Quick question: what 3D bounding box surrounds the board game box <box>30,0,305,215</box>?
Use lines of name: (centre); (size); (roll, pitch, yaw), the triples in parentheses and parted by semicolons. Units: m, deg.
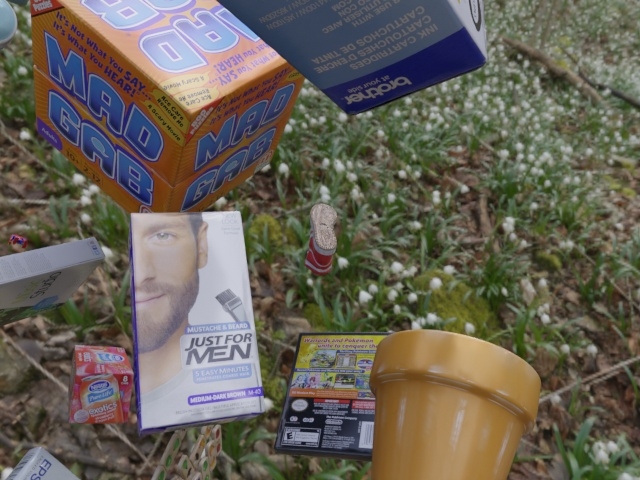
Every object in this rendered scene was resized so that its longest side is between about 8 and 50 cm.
board game box: (-0.289, -0.297, 1.101); (0.356, 0.356, 0.356); (40, 49, 7)

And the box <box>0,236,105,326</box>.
box: (-0.607, 0.103, 1.072); (0.232, 0.058, 0.322); (-39, -12, 34)

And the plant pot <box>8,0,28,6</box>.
plant pot: (-0.676, -0.690, 1.130); (0.334, 0.341, 0.341); (-64, 30, 10)

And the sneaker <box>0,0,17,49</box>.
sneaker: (-0.518, -0.340, 0.652); (0.150, 0.135, 0.366); (-3, -13, 33)

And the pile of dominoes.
pile of dominoes: (-0.218, 0.404, 0.987); (0.040, 0.196, 0.251); (3, 39, 15)

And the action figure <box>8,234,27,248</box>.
action figure: (-0.755, 0.002, 1.394); (0.115, 0.038, 0.030); (12, 82, 59)

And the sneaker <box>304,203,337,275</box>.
sneaker: (0.000, 0.000, 0.822); (0.042, 0.067, 0.118); (8, 37, -6)

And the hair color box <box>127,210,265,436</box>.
hair color box: (-0.209, 0.125, 0.909); (0.185, 0.339, 0.110); (-2, -23, -21)

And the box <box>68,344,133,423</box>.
box: (-0.541, 0.345, 1.366); (0.128, 0.123, 0.257); (8, 0, -24)

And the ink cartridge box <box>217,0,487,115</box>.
ink cartridge box: (0.010, -0.290, 0.440); (0.151, 0.395, 0.270); (-14, 63, 36)

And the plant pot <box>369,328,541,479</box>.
plant pot: (0.145, 0.237, 0.666); (0.205, 0.205, 0.188); (0, 54, 31)

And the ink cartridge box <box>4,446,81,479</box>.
ink cartridge box: (-0.597, 0.679, 1.196); (0.071, 0.330, 0.324); (-29, 21, 31)

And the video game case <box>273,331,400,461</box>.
video game case: (0.067, 0.289, 1.065); (0.275, 0.035, 0.248); (-3, 49, 19)
